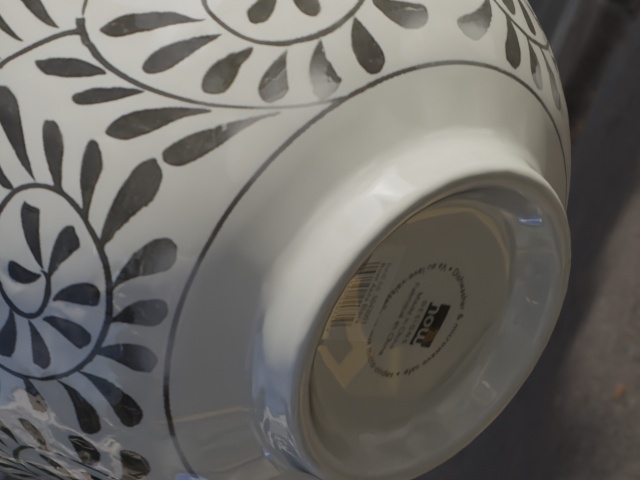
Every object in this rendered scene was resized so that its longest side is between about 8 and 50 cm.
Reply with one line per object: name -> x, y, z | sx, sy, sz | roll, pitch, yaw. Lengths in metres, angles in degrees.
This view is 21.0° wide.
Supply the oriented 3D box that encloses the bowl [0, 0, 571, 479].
bowl -> 0.000, 0.000, 0.366 | 0.080, 0.170, 0.170 | 36, 112, 40
